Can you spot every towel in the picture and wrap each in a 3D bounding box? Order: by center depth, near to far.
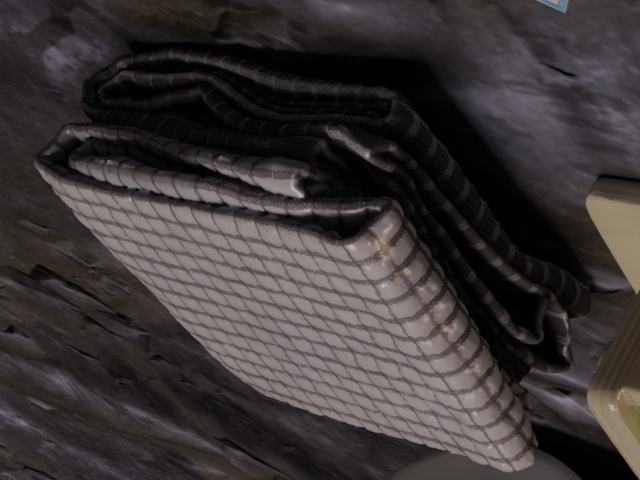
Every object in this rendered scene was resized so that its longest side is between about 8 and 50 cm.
[{"bbox_3d":[0.000,0.000,1.113,0.283,0.121,0.235,11,149,45],"label":"towel"}]

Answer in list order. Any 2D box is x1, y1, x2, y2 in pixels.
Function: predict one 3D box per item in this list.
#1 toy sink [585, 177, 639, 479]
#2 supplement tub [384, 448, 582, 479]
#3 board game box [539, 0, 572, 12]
[{"bbox_3d":[0.229,0.076,0.948,0.234,0.131,0.153,13,152,40],"label":"toy sink"},{"bbox_3d":[0.159,0.317,1.421,0.241,0.241,0.331,17,154,33],"label":"supplement tub"},{"bbox_3d":[0.048,-0.165,0.805,0.154,0.026,0.103,27,158,11],"label":"board game box"}]
